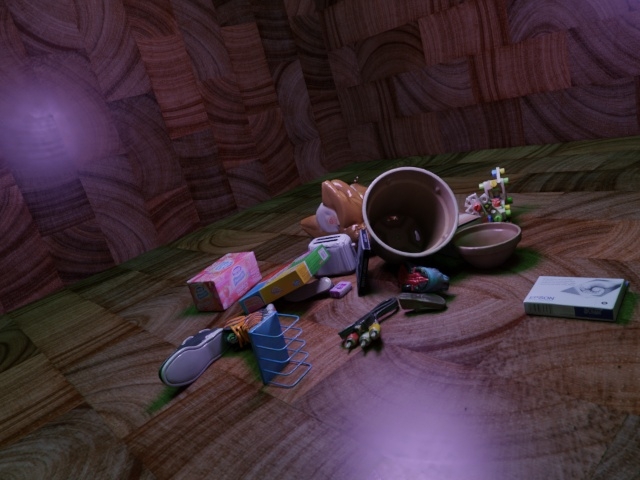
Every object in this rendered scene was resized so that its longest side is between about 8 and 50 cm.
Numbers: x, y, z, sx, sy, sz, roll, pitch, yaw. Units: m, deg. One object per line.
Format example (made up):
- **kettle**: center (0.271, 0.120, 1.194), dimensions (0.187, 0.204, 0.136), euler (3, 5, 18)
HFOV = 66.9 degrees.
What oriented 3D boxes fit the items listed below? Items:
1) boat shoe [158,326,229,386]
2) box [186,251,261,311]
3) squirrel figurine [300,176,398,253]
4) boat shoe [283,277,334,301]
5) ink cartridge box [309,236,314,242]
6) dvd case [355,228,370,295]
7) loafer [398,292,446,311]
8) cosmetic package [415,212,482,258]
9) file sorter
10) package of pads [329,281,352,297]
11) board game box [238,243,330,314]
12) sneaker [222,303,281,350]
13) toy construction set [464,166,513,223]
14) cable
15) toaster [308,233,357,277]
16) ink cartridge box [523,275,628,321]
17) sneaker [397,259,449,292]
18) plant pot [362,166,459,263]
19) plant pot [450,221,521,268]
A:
- **boat shoe**: center (-0.406, 0.367, 1.534), dimensions (0.091, 0.114, 0.302), euler (-5, 8, 30)
- **box**: center (-0.404, 0.171, 2.078), dimensions (0.154, 0.142, 0.300), euler (-5, 20, 29)
- **squirrel figurine**: center (0.182, -0.113, 2.206), dimensions (0.397, 0.281, 0.370), euler (39, 37, 22)
- **boat shoe**: center (-0.042, 0.197, 1.851), dimensions (0.206, 0.065, 0.075), euler (-18, 59, 20)
- **ink cartridge box**: center (0.000, 0.000, 2.325), dimensions (0.061, 0.104, 0.181), euler (-12, 17, 11)
- **dvd case**: center (0.157, 0.076, 1.820), dimensions (0.029, 0.179, 0.239), euler (5, 18, 1)
- **loafer**: center (0.317, 0.196, 1.518), dimensions (0.148, 0.050, 0.056), euler (6, 26, 16)
- **cosmetic package**: center (0.501, -0.037, 1.951), dimensions (0.153, 0.129, 0.296), euler (-23, 18, -20)
- **file sorter**: center (-0.107, 0.304, 1.348), dimensions (0.104, 0.170, 0.118), euler (2, 24, 36)
- **package of pads**: center (0.076, 0.182, 1.803), dimensions (0.050, 0.032, 0.083), euler (-3, 21, 40)
- **board game box**: center (-0.137, 0.149, 1.863), dimensions (0.316, 0.064, 0.242), euler (-30, 7, 32)
- **sneaker**: center (-0.220, 0.311, 1.549), dimensions (0.180, 0.125, 0.321), euler (-21, 6, -2)
- **toy construction set**: center (0.712, -0.157, 1.992), dimensions (0.151, 0.215, 0.327), euler (-3, 21, 37)
- **cable**: center (0.156, 0.259, 1.500), dimensions (0.139, 0.072, 0.287), euler (-26, -2, 30)
- **toaster**: center (0.044, 0.064, 2.012), dimensions (0.227, 0.146, 0.129), euler (-9, 17, 23)
- **ink cartridge box**: center (0.708, 0.141, 1.341), dimensions (0.223, 0.045, 0.224), euler (-1, 22, 41)
- **sneaker**: center (0.349, 0.135, 1.649), dimensions (0.125, 0.104, 0.262), euler (10, 4, -13)
- **plant pot**: center (0.307, -0.054, 1.807), dimensions (0.333, 0.334, 0.305), euler (-18, -18, -7)
- **plant pot**: center (0.587, 0.027, 1.704), dimensions (0.237, 0.110, 0.237), euler (-15, 17, 5)
